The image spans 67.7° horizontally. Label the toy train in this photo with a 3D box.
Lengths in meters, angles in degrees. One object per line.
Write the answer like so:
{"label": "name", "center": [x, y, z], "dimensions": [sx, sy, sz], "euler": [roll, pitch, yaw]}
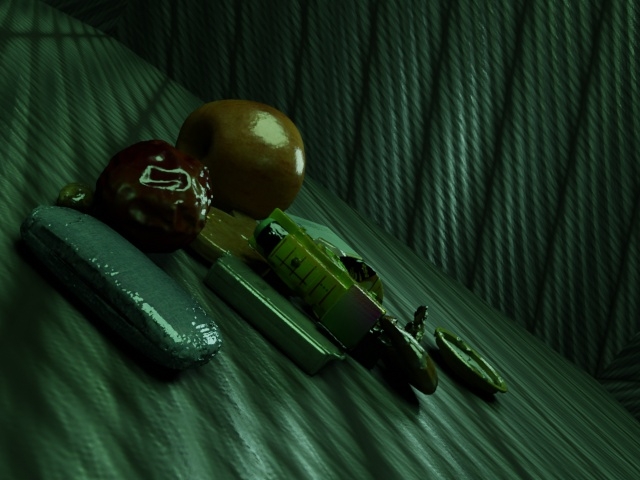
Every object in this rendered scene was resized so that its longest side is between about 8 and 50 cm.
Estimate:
{"label": "toy train", "center": [-0.007, 0.063, 0.840], "dimensions": [0.296, 0.100, 0.160], "euler": [43, 2, 14]}

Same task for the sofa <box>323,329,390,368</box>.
{"label": "sofa", "center": [0.069, 0.184, 0.911], "dimensions": [0.118, 0.060, 0.039], "euler": [36, 3, 10]}

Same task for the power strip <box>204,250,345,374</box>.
{"label": "power strip", "center": [-0.078, 0.119, 0.780], "dimensions": [0.272, 0.052, 0.078], "euler": [39, 11, 14]}

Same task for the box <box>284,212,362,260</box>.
{"label": "box", "center": [0.000, 0.000, 1.522], "dimensions": [0.211, 0.045, 0.270], "euler": [41, 13, 29]}

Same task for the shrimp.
{"label": "shrimp", "center": [0.145, 0.198, 0.972], "dimensions": [0.287, 0.062, 0.152], "euler": [43, -15, 56]}

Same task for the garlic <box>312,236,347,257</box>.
{"label": "garlic", "center": [0.024, 0.059, 1.187], "dimensions": [0.101, 0.087, 0.195], "euler": [45, -5, 18]}

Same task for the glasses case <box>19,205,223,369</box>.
{"label": "glasses case", "center": [-0.234, 0.050, 0.567], "dimensions": [0.282, 0.067, 0.109], "euler": [36, 8, 12]}

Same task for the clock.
{"label": "clock", "center": [0.384, 0.326, 1.261], "dimensions": [0.237, 0.057, 0.237], "euler": [36, 11, -8]}

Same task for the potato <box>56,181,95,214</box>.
{"label": "potato", "center": [-0.366, -0.065, 0.722], "dimensions": [0.051, 0.040, 0.083], "euler": [35, 11, -27]}

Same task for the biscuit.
{"label": "biscuit", "center": [-0.143, 0.021, 0.994], "dimensions": [0.275, 0.052, 0.354], "euler": [45, 16, 33]}

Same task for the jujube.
{"label": "jujube", "center": [-0.259, -0.076, 0.760], "dimensions": [0.174, 0.174, 0.250], "euler": [31, 14, -18]}

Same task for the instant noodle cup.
{"label": "instant noodle cup", "center": [0.057, 0.108, 0.997], "dimensions": [0.151, 0.151, 0.122], "euler": [36, 4, 7]}

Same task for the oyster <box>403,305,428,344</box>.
{"label": "oyster", "center": [0.209, 0.222, 1.076], "dimensions": [0.056, 0.105, 0.177], "euler": [19, 47, 1]}

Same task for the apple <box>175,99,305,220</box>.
{"label": "apple", "center": [-0.195, -0.196, 1.156], "dimensions": [0.275, 0.299, 0.299], "euler": [13, 23, -40]}
